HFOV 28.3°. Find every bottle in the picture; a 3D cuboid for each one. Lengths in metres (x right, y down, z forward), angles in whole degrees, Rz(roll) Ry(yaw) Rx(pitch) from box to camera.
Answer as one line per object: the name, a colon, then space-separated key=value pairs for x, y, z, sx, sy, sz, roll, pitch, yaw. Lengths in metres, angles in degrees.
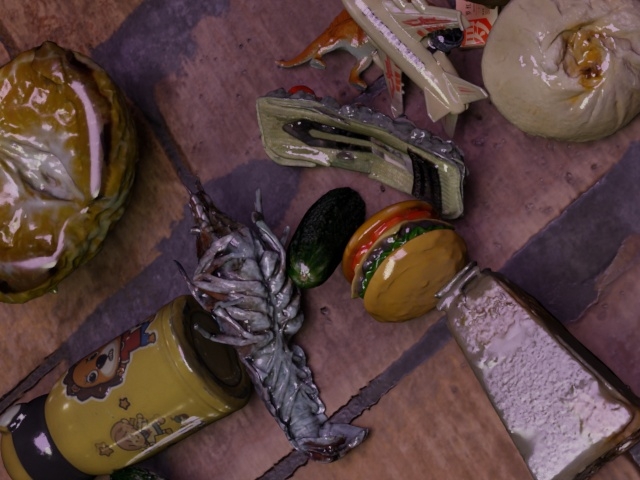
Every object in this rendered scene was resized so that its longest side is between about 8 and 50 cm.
bottle: x=-0.278 y=0.229 z=1.711 sx=0.351 sy=0.171 sz=0.172 roll=-32 pitch=69 yaw=15

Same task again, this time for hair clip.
hair clip: x=0.063 y=-0.132 z=1.665 sx=0.321 sy=0.138 sz=0.091 roll=21 pitch=52 yaw=26

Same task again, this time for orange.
orange: x=-0.389 y=-0.081 z=1.799 sx=0.271 sy=0.210 sz=0.369 roll=35 pitch=93 yaw=23

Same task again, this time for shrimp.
shrimp: x=-0.074 y=0.096 z=1.653 sx=0.166 sy=0.221 sz=0.411 roll=-18 pitch=91 yaw=47

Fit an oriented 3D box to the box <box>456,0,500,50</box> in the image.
box: x=0.209 y=-0.301 z=1.682 sx=0.058 sy=0.015 sz=0.093 roll=-3 pitch=78 yaw=22

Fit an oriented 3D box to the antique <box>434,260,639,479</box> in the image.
antique: x=0.254 y=0.148 z=1.514 sx=0.150 sy=0.125 sz=0.284 roll=-42 pitch=66 yaw=11

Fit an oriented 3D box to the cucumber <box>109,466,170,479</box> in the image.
cucumber: x=-0.128 y=0.396 z=1.620 sx=0.359 sy=0.096 sz=0.096 roll=25 pitch=91 yaw=14

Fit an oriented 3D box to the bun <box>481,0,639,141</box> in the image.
bun: x=0.306 y=-0.216 z=1.530 sx=0.222 sy=0.127 sz=0.222 roll=2 pitch=103 yaw=8

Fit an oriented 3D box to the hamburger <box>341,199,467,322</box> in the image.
hamburger: x=0.105 y=0.028 z=1.590 sx=0.162 sy=0.162 sz=0.115 roll=-44 pitch=57 yaw=10

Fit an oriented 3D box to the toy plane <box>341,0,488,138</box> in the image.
toy plane: x=0.110 y=-0.255 z=1.609 sx=0.104 sy=0.242 sz=0.256 roll=-25 pitch=78 yaw=-24

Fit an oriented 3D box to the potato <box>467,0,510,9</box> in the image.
potato: x=0.245 y=-0.346 z=1.593 sx=0.243 sy=0.138 sz=0.098 roll=-35 pitch=66 yaw=-10

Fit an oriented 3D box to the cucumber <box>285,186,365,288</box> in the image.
cucumber: x=0.001 y=0.000 z=1.616 sx=0.074 sy=0.241 sz=0.075 roll=5 pitch=112 yaw=13

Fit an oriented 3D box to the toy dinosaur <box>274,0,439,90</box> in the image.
toy dinosaur: x=0.043 y=-0.286 z=1.733 sx=0.212 sy=0.057 sz=0.142 roll=17 pitch=76 yaw=24
